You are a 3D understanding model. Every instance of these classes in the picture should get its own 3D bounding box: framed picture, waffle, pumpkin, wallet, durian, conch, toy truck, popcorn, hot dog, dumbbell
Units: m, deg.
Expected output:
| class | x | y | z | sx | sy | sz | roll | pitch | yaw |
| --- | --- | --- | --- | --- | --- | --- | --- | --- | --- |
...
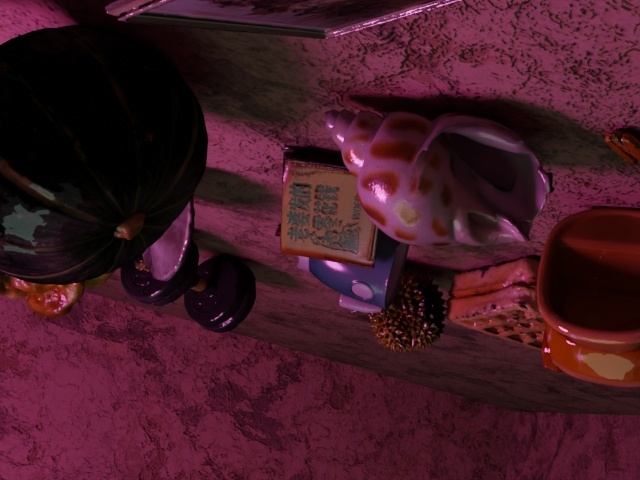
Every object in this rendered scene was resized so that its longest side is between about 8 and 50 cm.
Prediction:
| class | x | y | z | sx | sy | sz | roll | pitch | yaw |
| --- | --- | --- | --- | --- | --- | --- | --- | --- | --- |
| framed picture | -0.014 | -0.207 | 0.689 | 0.274 | 0.017 | 0.217 | -10 | -174 | -44 |
| waffle | 0.470 | 0.142 | 1.562 | 0.376 | 0.114 | 0.261 | 18 | 161 | -18 |
| pumpkin | -0.291 | -0.095 | 0.952 | 0.241 | 0.323 | 0.323 | 42 | 176 | 24 |
| wallet | 0.014 | -0.044 | 1.215 | 0.160 | 0.042 | 0.196 | 11 | 128 | 8 |
| durian | 0.174 | 0.131 | 1.612 | 0.137 | 0.194 | 0.237 | -6 | 176 | 34 |
| conch | 0.131 | -0.084 | 0.974 | 0.274 | 0.183 | 0.149 | 24 | -167 | -17 |
| toy truck | 0.426 | 0.086 | 1.149 | 0.204 | 0.288 | 0.212 | 7 | 139 | 28 |
| popcorn | -0.552 | -0.015 | 1.589 | 0.321 | 0.290 | 0.326 | -26 | 125 | 3 |
| hot dog | 0.362 | -0.111 | 0.934 | 0.037 | 0.021 | 0.083 | 12 | 169 | 44 |
| dumbbell | -0.300 | 0.092 | 1.844 | 0.185 | 0.185 | 0.388 | 1 | 161 | 35 |

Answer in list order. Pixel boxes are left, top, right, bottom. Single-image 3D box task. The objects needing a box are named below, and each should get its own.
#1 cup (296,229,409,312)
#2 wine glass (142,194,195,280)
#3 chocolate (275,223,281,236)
| class | x | y | z | sx | sy | sz | roll | pitch | yaw |
| --- | --- | --- | --- | --- | --- | --- | --- | --- | --- |
| cup | 0.056 | 0.018 | 1.371 | 0.173 | 0.168 | 0.300 | 15 | 138 | 14 |
| wine glass | -0.424 | -0.046 | 1.272 | 0.406 | 0.267 | 0.267 | 8 | 169 | -34 |
| chocolate | 0.000 | 0.000 | 1.580 | 0.182 | 0.028 | 0.086 | 16 | 161 | -4 |
